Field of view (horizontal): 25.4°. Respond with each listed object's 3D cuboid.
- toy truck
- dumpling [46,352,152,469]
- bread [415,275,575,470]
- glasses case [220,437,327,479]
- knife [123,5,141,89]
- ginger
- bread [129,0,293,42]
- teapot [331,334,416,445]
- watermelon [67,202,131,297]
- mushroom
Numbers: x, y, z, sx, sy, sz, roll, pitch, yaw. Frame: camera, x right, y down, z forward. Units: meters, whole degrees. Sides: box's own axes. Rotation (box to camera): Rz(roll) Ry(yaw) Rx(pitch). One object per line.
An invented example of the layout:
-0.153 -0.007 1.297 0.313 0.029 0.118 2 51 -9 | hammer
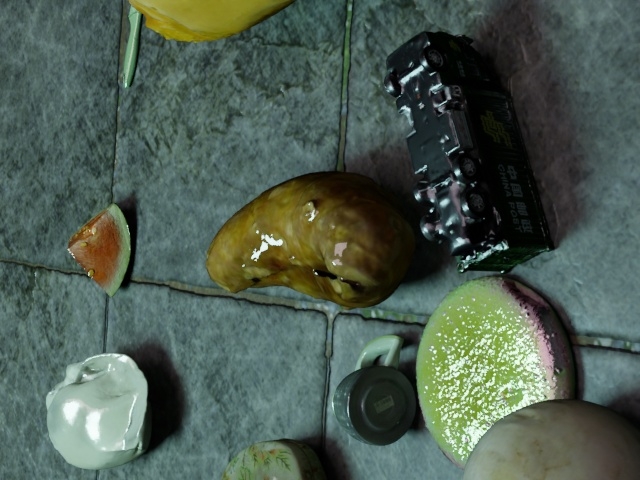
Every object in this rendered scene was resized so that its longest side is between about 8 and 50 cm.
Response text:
0.156 -0.098 1.553 0.088 0.121 0.259 -30 67 44 | toy truck
-0.321 0.249 2.052 0.250 0.132 0.162 -17 79 46 | dumpling
0.186 0.152 1.574 0.228 0.033 0.229 -4 85 46 | bread
-0.019 0.451 1.736 0.156 0.098 0.425 -32 65 35 | glasses case
-0.276 -0.328 2.117 0.030 0.014 0.207 17 99 46 | knife
0.000 0.000 1.705 0.321 0.172 0.165 -4 123 53 | ginger
-0.075 -0.406 1.723 0.250 0.361 0.394 44 146 -14 | bread
0.064 0.183 1.687 0.092 0.124 0.090 52 157 -15 | teapot
-0.332 0.020 2.104 0.125 0.094 0.135 -29 72 34 | watermelon
0.254 0.265 1.408 0.206 0.209 0.206 -33 26 18 | mushroom
